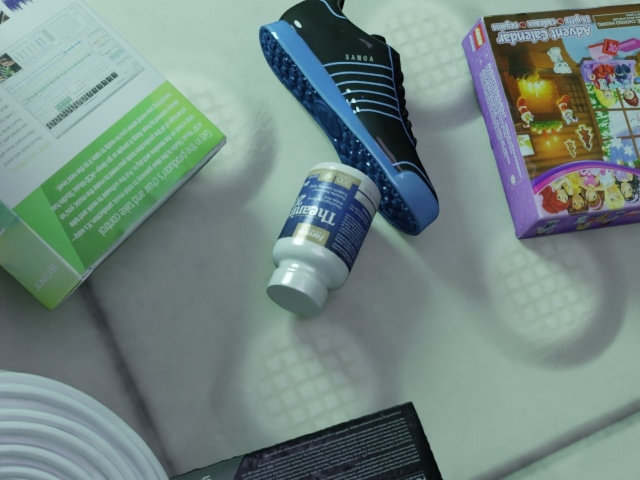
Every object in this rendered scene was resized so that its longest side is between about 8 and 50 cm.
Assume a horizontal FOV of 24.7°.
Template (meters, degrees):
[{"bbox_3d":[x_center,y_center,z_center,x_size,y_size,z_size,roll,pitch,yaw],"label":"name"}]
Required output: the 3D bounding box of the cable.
[{"bbox_3d":[-0.217,0.211,0.959,0.257,0.089,0.257,-34,95,-23],"label":"cable"}]

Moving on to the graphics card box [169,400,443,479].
[{"bbox_3d":[0.022,0.328,1.080,0.233,0.094,0.371,-16,76,-21],"label":"graphics card box"}]

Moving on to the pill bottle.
[{"bbox_3d":[0.000,0.000,1.215,0.067,0.067,0.120,27,64,-5],"label":"pill bottle"}]

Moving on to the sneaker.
[{"bbox_3d":[0.045,-0.117,1.266,0.090,0.081,0.232,-32,80,-17],"label":"sneaker"}]

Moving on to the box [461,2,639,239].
[{"bbox_3d":[0.295,-0.119,1.353,0.293,0.057,0.201,-8,73,-19],"label":"box"}]

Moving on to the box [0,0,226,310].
[{"bbox_3d":[-0.251,-0.124,1.134,0.322,0.058,0.232,43,40,-2],"label":"box"}]
